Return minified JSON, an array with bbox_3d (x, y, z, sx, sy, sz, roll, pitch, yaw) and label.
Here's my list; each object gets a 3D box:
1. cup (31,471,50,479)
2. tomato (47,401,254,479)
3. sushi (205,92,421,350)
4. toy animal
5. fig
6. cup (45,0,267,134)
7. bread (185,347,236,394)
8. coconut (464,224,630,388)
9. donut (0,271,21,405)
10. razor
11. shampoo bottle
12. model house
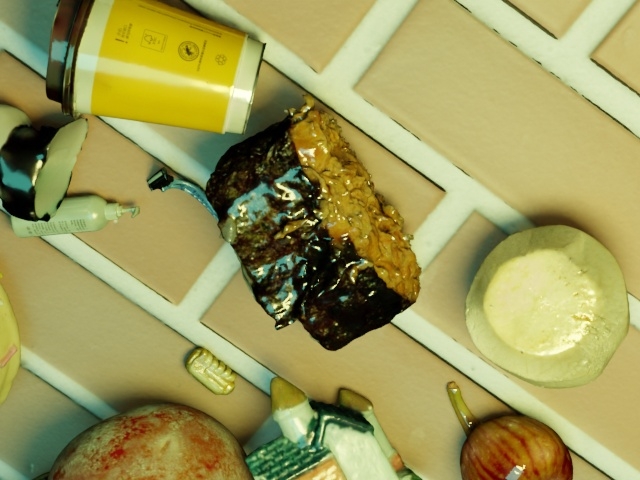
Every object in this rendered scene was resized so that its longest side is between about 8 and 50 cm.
[{"bbox_3d":[-0.416,0.479,2.080,0.239,0.166,0.177,-21,105,50],"label":"cup"},{"bbox_3d":[-0.252,0.393,1.940,0.316,0.316,0.283,-20,79,19],"label":"tomato"},{"bbox_3d":[0.000,0.000,1.751,0.207,0.234,0.348,-26,123,19],"label":"sushi"},{"bbox_3d":[-0.442,-0.126,1.848,0.179,0.138,0.166,21,75,3],"label":"toy animal"},{"bbox_3d":[0.270,0.321,1.910,0.175,0.207,0.175,-16,122,-28],"label":"fig"},{"bbox_3d":[-0.221,-0.236,1.730,0.279,0.196,0.196,14,116,-5],"label":"cup"},{"bbox_3d":[-0.168,0.202,1.993,0.088,0.034,0.049,38,101,-12],"label":"bread"},{"bbox_3d":[0.314,0.092,1.755,0.241,0.241,0.241,4,115,9],"label":"coconut"},{"bbox_3d":[-0.619,0.147,1.992,0.307,0.150,0.371,-9,111,15],"label":"donut"},{"bbox_3d":[-0.140,-0.021,1.882,0.253,0.042,0.082,41,157,-9],"label":"razor"},{"bbox_3d":[-0.358,-0.038,1.910,0.195,0.056,0.056,-4,113,12],"label":"shampoo bottle"},{"bbox_3d":[-0.003,0.321,1.912,0.253,0.184,0.291,-25,102,-8],"label":"model house"}]
